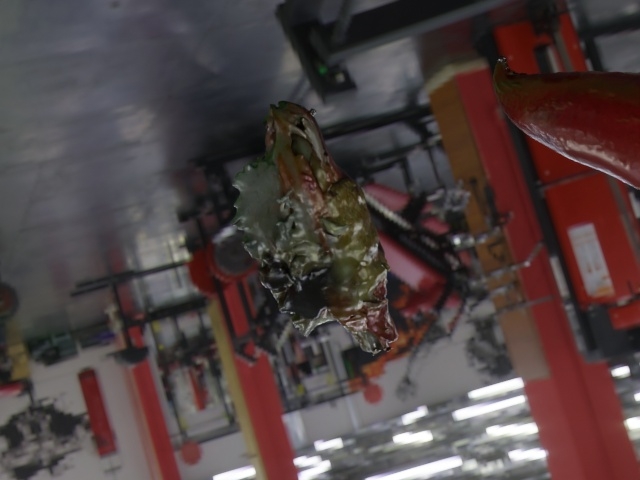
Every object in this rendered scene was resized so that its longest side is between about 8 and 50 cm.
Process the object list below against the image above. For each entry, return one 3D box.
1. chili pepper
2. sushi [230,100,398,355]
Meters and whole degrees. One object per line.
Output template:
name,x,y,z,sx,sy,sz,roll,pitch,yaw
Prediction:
chili pepper,0.284,-0.057,0.633,0.369,0.091,0.137,10,-146,3
sushi,-0.003,0.002,0.894,0.103,0.226,0.097,-26,-162,6
